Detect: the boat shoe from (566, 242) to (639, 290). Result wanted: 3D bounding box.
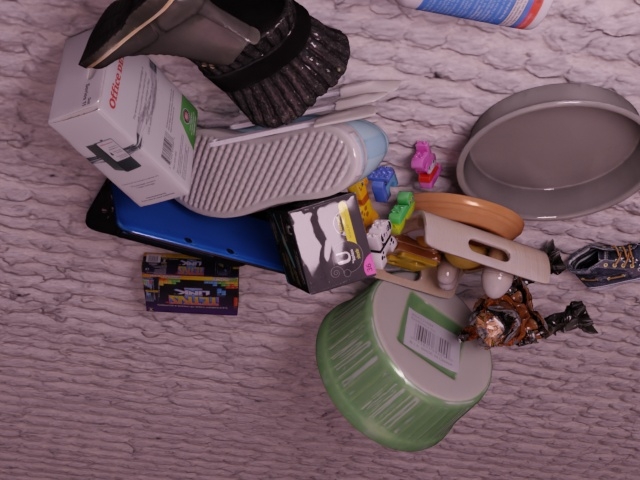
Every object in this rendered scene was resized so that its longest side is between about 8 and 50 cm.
[{"bbox_3d":[0.511,0.034,1.808,0.183,0.065,0.083,-25,141,36],"label":"boat shoe"}]

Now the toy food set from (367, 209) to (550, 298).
[{"bbox_3d":[0.192,0.043,1.707,0.219,0.092,0.306,17,165,-20],"label":"toy food set"}]

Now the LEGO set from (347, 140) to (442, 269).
[{"bbox_3d":[0.088,-0.071,1.559,0.087,0.227,0.093,6,135,30],"label":"LEGO set"}]

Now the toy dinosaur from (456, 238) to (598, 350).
[{"bbox_3d":[0.331,0.113,1.832,0.218,0.322,0.164,-26,106,9],"label":"toy dinosaur"}]

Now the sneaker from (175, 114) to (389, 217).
[{"bbox_3d":[-0.064,-0.110,1.543,0.365,0.135,0.150,2,-167,34],"label":"sneaker"}]

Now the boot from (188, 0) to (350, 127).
[{"bbox_3d":[-0.043,-0.278,1.264,0.348,0.131,0.260,-17,138,44],"label":"boot"}]

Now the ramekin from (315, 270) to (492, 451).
[{"bbox_3d":[0.156,0.201,1.877,0.303,0.303,0.148,19,136,-27],"label":"ramekin"}]

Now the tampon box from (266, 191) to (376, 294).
[{"bbox_3d":[0.000,0.000,1.516,0.101,0.121,0.161,-17,-173,-12],"label":"tampon box"}]

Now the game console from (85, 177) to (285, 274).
[{"bbox_3d":[-0.209,0.007,1.686,0.293,0.173,0.250,16,144,-21],"label":"game console"}]

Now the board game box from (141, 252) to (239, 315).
[{"bbox_3d":[-0.230,0.080,1.916,0.170,0.048,0.141,3,146,-3],"label":"board game box"}]

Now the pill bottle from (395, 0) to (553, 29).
[{"bbox_3d":[0.150,-0.317,1.211,0.221,0.124,0.124,8,147,-12],"label":"pill bottle"}]

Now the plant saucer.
[{"bbox_3d":[0.219,-0.026,1.685,0.199,0.037,0.200,11,167,3],"label":"plant saucer"}]

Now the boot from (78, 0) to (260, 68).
[{"bbox_3d":[-0.178,-0.221,1.223,0.137,0.077,0.198,28,151,-31],"label":"boot"}]

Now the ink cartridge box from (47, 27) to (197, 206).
[{"bbox_3d":[-0.259,-0.166,1.433,0.086,0.153,0.208,-13,144,23],"label":"ink cartridge box"}]

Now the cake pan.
[{"bbox_3d":[0.345,-0.128,1.569,0.293,0.054,0.293,1,147,0],"label":"cake pan"}]

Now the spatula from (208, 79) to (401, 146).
[{"bbox_3d":[-0.020,-0.171,1.439,0.242,0.168,0.019,-9,115,22],"label":"spatula"}]
